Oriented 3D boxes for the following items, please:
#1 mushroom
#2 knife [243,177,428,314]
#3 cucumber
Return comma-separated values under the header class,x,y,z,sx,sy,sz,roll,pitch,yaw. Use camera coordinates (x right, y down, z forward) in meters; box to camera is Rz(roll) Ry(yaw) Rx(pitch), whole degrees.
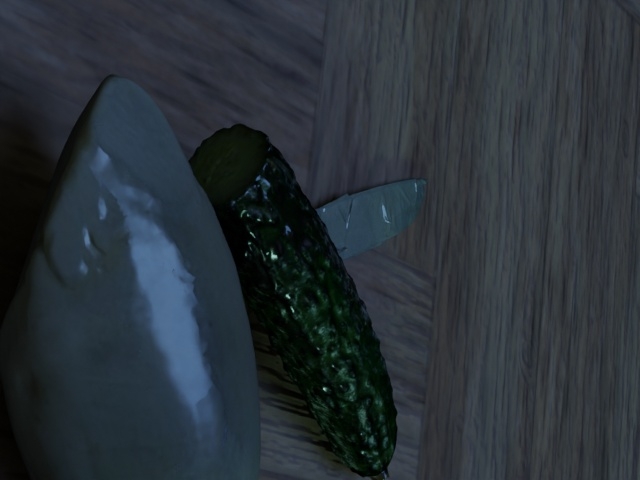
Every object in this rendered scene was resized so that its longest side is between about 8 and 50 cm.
class,x,y,z,sx,sy,sz,roll,pitch,yaw
mushroom,-0.086,0.093,0.757,0.128,0.128,0.350,-33,117,-51
knife,0.002,0.000,0.975,0.298,0.017,0.047,-24,102,-53
cucumber,-0.002,0.052,0.901,0.067,0.067,0.293,-66,145,-34
